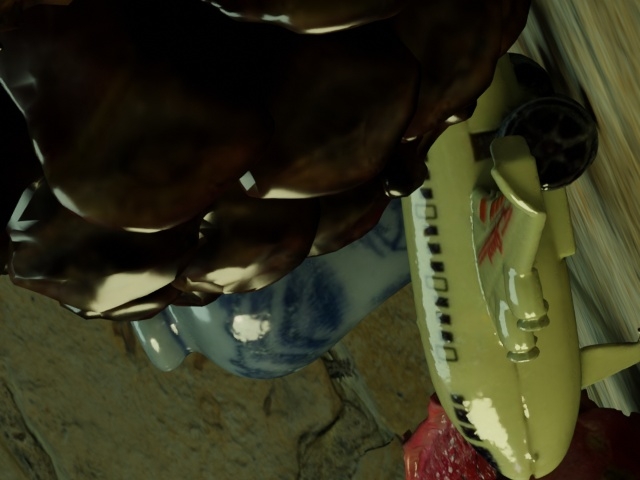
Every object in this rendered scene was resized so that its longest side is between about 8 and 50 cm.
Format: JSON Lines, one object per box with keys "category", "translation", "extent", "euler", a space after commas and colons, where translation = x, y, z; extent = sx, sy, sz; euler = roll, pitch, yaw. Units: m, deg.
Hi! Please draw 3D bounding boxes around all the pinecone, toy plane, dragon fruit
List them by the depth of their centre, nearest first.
{"category": "pinecone", "translation": [-0.073, -0.096, 0.587], "extent": [0.296, 0.298, 0.242], "euler": [13, -93, -69]}
{"category": "toy plane", "translation": [0.070, -0.015, 0.816], "extent": [0.242, 0.104, 0.256], "euler": [-119, 4, -70]}
{"category": "dragon fruit", "translation": [0.149, 0.153, 1.025], "extent": [0.274, 0.126, 0.161], "euler": [53, 162, 46]}

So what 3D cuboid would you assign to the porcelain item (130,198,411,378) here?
{"category": "porcelain item", "translation": [0.000, 0.000, 1.224], "extent": [0.141, 0.259, 0.141], "euler": [64, 180, 0]}
